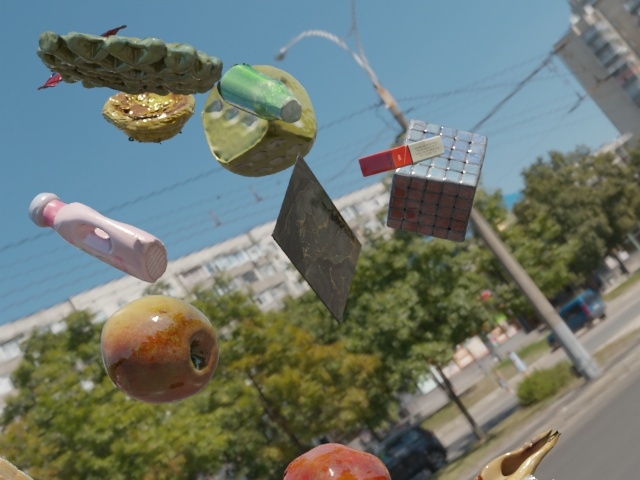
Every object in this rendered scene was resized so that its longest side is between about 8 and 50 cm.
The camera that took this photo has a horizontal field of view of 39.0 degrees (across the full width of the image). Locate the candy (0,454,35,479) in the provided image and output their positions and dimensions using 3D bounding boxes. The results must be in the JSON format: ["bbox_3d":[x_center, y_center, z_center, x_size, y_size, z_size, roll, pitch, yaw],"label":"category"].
[{"bbox_3d":[-0.636,0.512,1.626,0.271,0.143,0.101,-55,-24,-32],"label":"candy"}]

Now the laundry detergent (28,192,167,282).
[{"bbox_3d":[-0.499,-0.015,2.004,0.088,0.335,0.159,-56,-22,-29],"label":"laundry detergent"}]

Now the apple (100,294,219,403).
[{"bbox_3d":[-0.445,0.309,2.559,0.277,0.319,0.319,-13,-2,25],"label":"apple"}]

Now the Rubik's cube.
[{"bbox_3d":[0.327,-0.169,2.567,0.238,0.237,0.237,96,-172,-48],"label":"Rubik's cube"}]

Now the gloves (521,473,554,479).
[{"bbox_3d":[0.414,0.478,1.575,0.114,0.153,0.070,22,-81,-29],"label":"gloves"}]

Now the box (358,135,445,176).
[{"bbox_3d":[0.166,-0.172,1.846,0.152,0.048,0.100,-17,1,-40],"label":"box"}]

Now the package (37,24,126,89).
[{"bbox_3d":[-0.461,-0.355,1.748,0.200,0.022,0.083,-48,26,-24],"label":"package"}]

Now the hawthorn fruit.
[{"bbox_3d":[0.016,0.466,1.642,0.211,0.211,0.299,-31,18,-20],"label":"hawthorn fruit"}]

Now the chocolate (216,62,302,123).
[{"bbox_3d":[-0.125,-0.318,2.009,0.110,0.110,0.291,-32,32,-14],"label":"chocolate"}]

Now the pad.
[{"bbox_3d":[0.000,0.000,2.154,0.007,0.247,0.367,-4,-39,29],"label":"pad"}]

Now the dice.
[{"bbox_3d":[-0.165,-0.323,2.478,0.238,0.233,0.227,-28,-23,32],"label":"dice"}]

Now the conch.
[{"bbox_3d":[0.385,0.505,1.850,0.330,0.109,0.093,-37,-47,-30],"label":"conch"}]

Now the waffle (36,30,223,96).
[{"bbox_3d":[-0.321,-0.295,1.528,0.309,0.056,0.292,6,-2,-11],"label":"waffle"}]

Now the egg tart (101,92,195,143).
[{"bbox_3d":[-0.512,-0.373,2.706,0.290,0.290,0.115,-26,-51,-37],"label":"egg tart"}]
